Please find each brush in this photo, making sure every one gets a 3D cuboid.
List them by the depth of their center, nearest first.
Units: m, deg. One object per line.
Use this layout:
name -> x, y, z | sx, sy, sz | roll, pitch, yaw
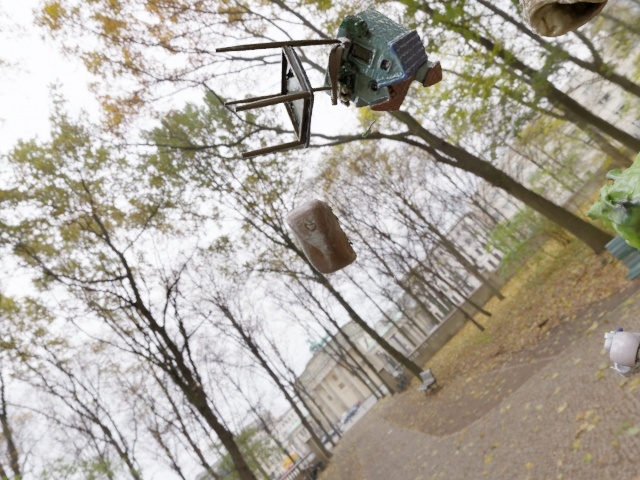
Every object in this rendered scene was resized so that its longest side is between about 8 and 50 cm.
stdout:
brush -> 0.208, -0.468, 1.742 | 0.083, 0.021, 0.019 | -49, -7, 33

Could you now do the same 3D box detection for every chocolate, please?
chocolate -> -0.001, -0.001, 1.333 | 0.161, 0.261, 0.083 | -29, 12, 22

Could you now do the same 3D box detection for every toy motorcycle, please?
toy motorcycle -> 0.713, 0.260, 0.952 | 0.254, 0.112, 0.112 | 15, -58, -44

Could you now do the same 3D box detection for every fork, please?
fork -> 0.186, 0.080, 1.151 | 0.012, 0.016, 0.115 | -40, -59, 1

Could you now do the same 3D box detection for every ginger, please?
ginger -> 0.357, -0.432, 0.563 | 0.221, 0.130, 0.276 | 56, -132, -66

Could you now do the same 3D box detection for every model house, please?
model house -> 0.212, -0.538, 1.352 | 0.252, 0.329, 0.295 | -54, -7, -41

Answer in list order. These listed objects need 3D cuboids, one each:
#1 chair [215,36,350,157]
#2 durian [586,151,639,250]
chair -> -0.057, -0.303, 0.861 | 0.272, 0.166, 0.188 | -16, -19, -12
durian -> 0.399, -0.097, 0.274 | 0.204, 0.256, 0.340 | 18, -70, -23
